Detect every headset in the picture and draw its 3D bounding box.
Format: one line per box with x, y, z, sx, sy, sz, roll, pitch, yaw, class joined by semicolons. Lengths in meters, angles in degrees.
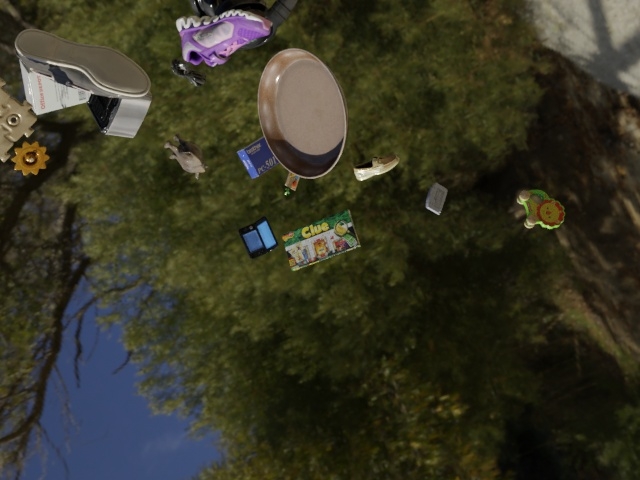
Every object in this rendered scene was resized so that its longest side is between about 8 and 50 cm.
-0.198;-0.526;1.730;0.243;0.394;0.185;50;-169;23;headset

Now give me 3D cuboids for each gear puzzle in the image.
-0.747;-0.273;1.693;0.044;0.175;0.339;36;172;47;gear puzzle

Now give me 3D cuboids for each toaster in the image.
-0.592;-0.408;2.203;0.110;0.168;0.185;5;-142;-42;toaster

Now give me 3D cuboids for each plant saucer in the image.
-0.035;-0.305;1.798;0.050;0.311;0.310;-20;-96;-39;plant saucer

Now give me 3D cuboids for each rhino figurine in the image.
-0.388;-0.242;2.229;0.106;0.073;0.243;33;172;4;rhino figurine

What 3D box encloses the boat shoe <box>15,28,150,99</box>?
-0.578;-0.422;1.843;0.095;0.335;0.112;127;162;-70;boat shoe

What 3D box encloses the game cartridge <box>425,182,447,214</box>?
0.337;-0.124;2.188;0.056;0.017;0.083;29;-109;-26;game cartridge

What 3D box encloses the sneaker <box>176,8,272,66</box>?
-0.205;-0.422;1.583;0.095;0.236;0.104;10;-97;-58;sneaker

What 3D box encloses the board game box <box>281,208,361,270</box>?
0.000;0.000;2.577;0.030;0.260;0.136;21;-130;-66;board game box

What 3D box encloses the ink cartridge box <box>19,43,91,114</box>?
-0.765;-0.477;2.214;0.087;0.208;0.153;47;144;31;ink cartridge box

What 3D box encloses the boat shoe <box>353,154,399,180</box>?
0.160;-0.217;2.155;0.050;0.135;0.045;-100;-17;-57;boat shoe

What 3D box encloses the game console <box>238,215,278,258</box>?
-0.224;-0.009;2.694;0.122;0.107;0.071;66;168;6;game console

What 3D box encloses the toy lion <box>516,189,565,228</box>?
0.522;-0.074;1.762;0.034;0.096;0.100;89;169;-72;toy lion

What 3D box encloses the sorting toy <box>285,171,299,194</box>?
-0.085;-0.173;2.274;0.062;0.012;0.083;27;-101;-58;sorting toy

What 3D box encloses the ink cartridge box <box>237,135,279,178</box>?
-0.159;-0.289;2.386;0.207;0.046;0.097;-37;-75;-34;ink cartridge box
